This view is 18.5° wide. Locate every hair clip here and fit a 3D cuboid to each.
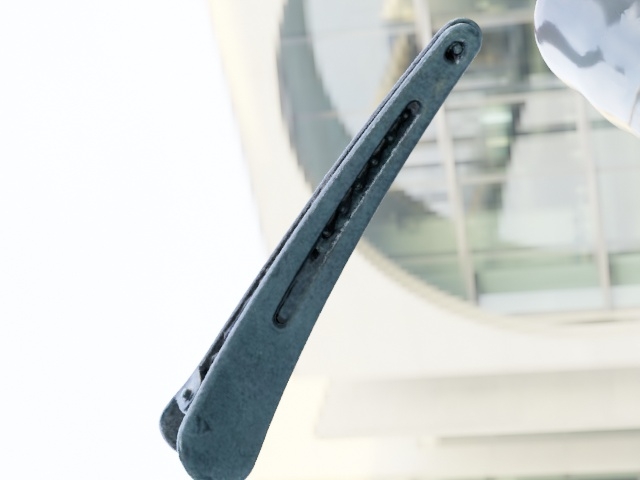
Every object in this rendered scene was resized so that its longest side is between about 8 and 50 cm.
[{"bbox_3d":[0.000,0.000,1.026,0.275,0.048,0.083,-60,11,-1],"label":"hair clip"}]

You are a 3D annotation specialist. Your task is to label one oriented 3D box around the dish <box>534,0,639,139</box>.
[{"bbox_3d":[0.224,-0.080,0.817,0.260,0.260,0.085,52,-153,-65],"label":"dish"}]
